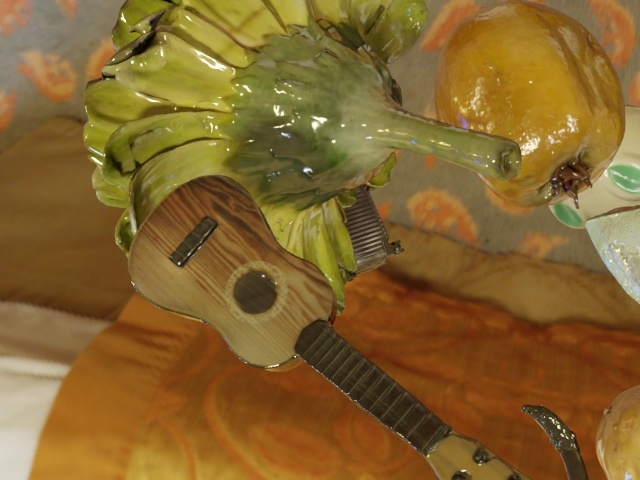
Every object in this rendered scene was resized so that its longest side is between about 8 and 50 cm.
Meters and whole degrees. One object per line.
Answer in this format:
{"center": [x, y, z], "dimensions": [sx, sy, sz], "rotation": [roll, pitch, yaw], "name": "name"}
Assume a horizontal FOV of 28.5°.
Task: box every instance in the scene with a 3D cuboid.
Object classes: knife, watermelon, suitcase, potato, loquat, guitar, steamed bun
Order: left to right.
{"center": [0.000, 0.000, 1.079], "dimensions": [0.086, 0.126, 0.059], "rotation": [66, 153, 9], "name": "suitcase"}
{"center": [0.009, 0.064, 0.683], "dimensions": [0.271, 0.038, 0.084], "rotation": [38, 86, 21], "name": "guitar"}
{"center": [0.207, -0.133, 1.258], "dimensions": [0.176, 0.187, 0.234], "rotation": [-48, 58, 53], "name": "loquat"}
{"center": [0.264, 0.259, 1.277], "dimensions": [0.045, 0.021, 0.222], "rotation": [-16, 106, 34], "name": "knife"}
{"center": [0.366, -0.080, 1.573], "dimensions": [0.177, 0.228, 0.131], "rotation": [-30, 56, 36], "name": "steamed bun"}
{"center": [0.342, 0.209, 1.294], "dimensions": [0.109, 0.178, 0.118], "rotation": [13, 106, -3], "name": "potato"}
{"center": [0.187, 0.001, 0.657], "dimensions": [0.085, 0.085, 0.061], "rotation": [1, 143, 14], "name": "watermelon"}

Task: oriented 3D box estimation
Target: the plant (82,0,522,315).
{"center": [-0.029, -0.088, 0.873], "dimensions": [0.261, 0.297, 0.306], "rotation": [17, 92, -13], "name": "plant"}
